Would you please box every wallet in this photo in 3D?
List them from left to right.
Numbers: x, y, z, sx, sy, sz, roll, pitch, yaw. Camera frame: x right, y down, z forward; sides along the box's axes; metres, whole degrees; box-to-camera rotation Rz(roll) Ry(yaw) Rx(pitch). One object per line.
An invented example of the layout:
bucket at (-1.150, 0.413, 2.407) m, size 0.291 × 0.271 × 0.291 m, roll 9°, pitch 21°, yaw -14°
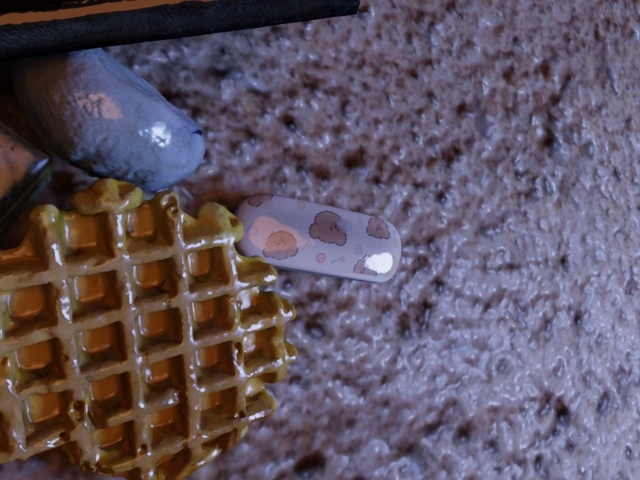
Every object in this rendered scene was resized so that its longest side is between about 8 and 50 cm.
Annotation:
wallet at (-0.144, -0.185, 0.364) m, size 0.318 × 0.045 × 0.172 m, roll -14°, pitch 58°, yaw -20°

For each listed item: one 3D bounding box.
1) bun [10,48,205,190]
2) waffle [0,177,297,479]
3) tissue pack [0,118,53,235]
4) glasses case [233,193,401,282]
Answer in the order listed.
bun at (-0.153, -0.084, 0.401) m, size 0.141 × 0.141 × 0.083 m, roll 34°, pitch 93°, yaw -19°
waffle at (-0.133, 0.086, 0.395) m, size 0.249 × 0.056 × 0.253 m, roll -44°, pitch 124°, yaw -16°
tissue pack at (-0.322, -0.007, 0.334) m, size 0.185 × 0.081 × 0.257 m, roll 39°, pitch 68°, yaw -16°
glasses case at (0.000, 0.000, 0.509) m, size 0.164 × 0.041 × 0.063 m, roll 11°, pitch 79°, yaw -25°
